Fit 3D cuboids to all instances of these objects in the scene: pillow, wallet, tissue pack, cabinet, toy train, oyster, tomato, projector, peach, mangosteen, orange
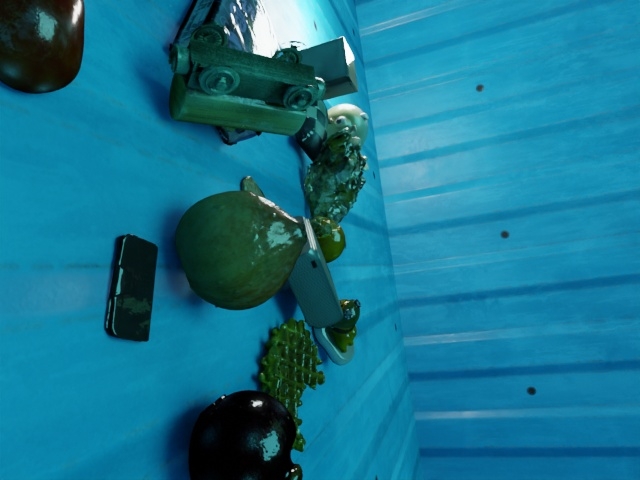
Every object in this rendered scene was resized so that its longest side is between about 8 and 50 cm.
[{"bbox_3d":[-0.032,-0.397,1.511,0.186,0.106,0.249,46,43,-61],"label":"pillow"},{"bbox_3d":[-0.278,0.070,0.656,0.082,0.018,0.156,44,41,-62],"label":"wallet"},{"bbox_3d":[-0.195,-0.435,1.013,0.259,0.122,0.361,63,23,-48],"label":"tissue pack"},{"bbox_3d":[0.012,-0.604,1.581,0.145,0.206,0.150,12,70,-71],"label":"cabinet"},{"bbox_3d":[-0.143,-0.293,0.842,0.308,0.189,0.126,-2,71,-35],"label":"toy train"},{"bbox_3d":[0.060,-0.194,1.502,0.238,0.115,0.351,27,81,-34],"label":"oyster"},{"bbox_3d":[-0.339,-0.271,0.533,0.166,0.082,0.174,-35,112,-71],"label":"tomato"},{"bbox_3d":[-0.035,0.085,1.197,0.198,0.108,0.250,-106,175,-57],"label":"projector"},{"bbox_3d":[-0.135,0.013,0.792,0.232,0.233,0.232,-9,90,-72],"label":"peach"},{"bbox_3d":[-0.112,0.363,0.721,0.230,0.194,0.194,54,15,9],"label":"mangosteen"},{"bbox_3d":[0.000,0.000,1.349,0.134,0.157,0.156,-38,122,-36],"label":"orange"}]

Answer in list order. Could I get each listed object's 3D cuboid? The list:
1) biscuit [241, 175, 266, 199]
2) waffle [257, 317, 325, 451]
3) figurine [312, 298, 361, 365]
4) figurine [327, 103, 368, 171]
[{"bbox_3d":[-0.160,-0.102,1.109,0.147,0.018,0.071,61,29,-49],"label":"biscuit"},{"bbox_3d":[-0.075,0.333,1.085,0.293,0.069,0.259,-61,135,-63],"label":"waffle"},{"bbox_3d":[0.085,0.270,1.383,0.167,0.141,0.249,-36,104,-46],"label":"figurine"},{"bbox_3d":[0.092,-0.336,1.708,0.274,0.227,0.394,37,50,-28],"label":"figurine"}]
